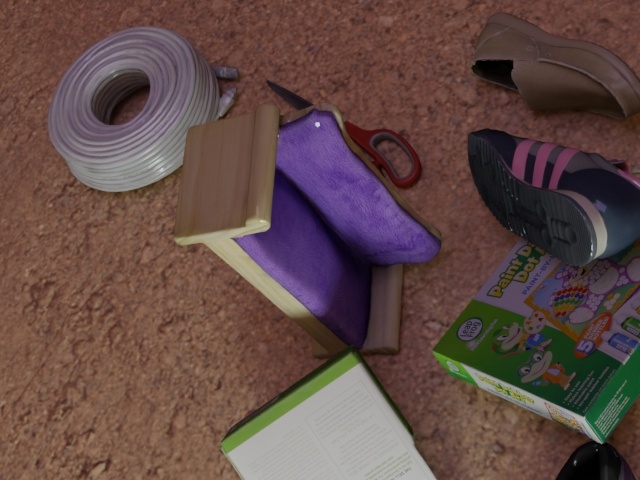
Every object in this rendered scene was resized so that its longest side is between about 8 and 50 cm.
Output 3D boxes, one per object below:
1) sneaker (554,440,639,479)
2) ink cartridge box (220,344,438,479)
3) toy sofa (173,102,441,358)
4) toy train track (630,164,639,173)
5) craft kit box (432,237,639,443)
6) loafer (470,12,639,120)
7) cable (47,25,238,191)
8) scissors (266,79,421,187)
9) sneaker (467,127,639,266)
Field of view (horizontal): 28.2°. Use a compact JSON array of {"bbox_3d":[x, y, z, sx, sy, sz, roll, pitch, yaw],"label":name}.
[{"bbox_3d":[0.237,0.337,1.323,0.107,0.124,0.283,16,71,30],"label":"sneaker"},{"bbox_3d":[0.033,0.280,1.474,0.189,0.097,0.255,-34,89,2],"label":"ink cartridge box"},{"bbox_3d":[0.000,0.000,1.471,0.177,0.362,0.150,-9,59,25],"label":"toy sofa"},{"bbox_3d":[0.421,-0.089,1.550,0.083,0.014,0.048,-4,69,28],"label":"toy train track"},{"bbox_3d":[0.287,0.079,1.429,0.250,0.061,0.247,-50,32,-15],"label":"craft kit box"},{"bbox_3d":[0.298,-0.205,1.620,0.092,0.102,0.268,-51,47,-7],"label":"loafer"},{"bbox_3d":[-0.275,-0.193,1.862,0.257,0.089,0.257,21,73,31],"label":"cable"},{"bbox_3d":[0.031,-0.159,1.756,0.109,0.021,0.297,-37,54,3],"label":"scissors"},{"bbox_3d":[0.282,-0.064,1.485,0.131,0.112,0.319,-20,28,-13],"label":"sneaker"}]
